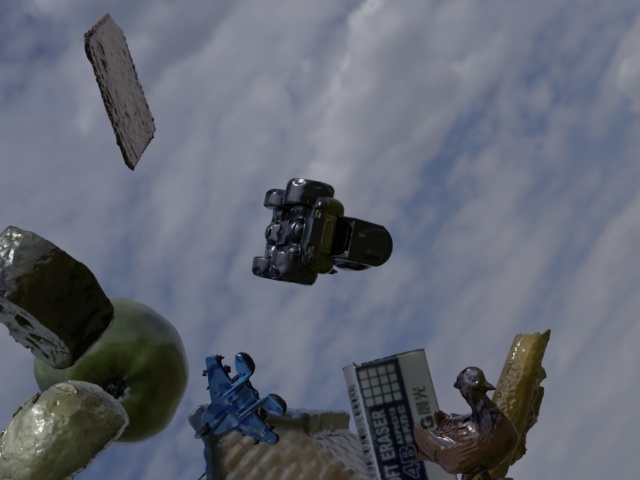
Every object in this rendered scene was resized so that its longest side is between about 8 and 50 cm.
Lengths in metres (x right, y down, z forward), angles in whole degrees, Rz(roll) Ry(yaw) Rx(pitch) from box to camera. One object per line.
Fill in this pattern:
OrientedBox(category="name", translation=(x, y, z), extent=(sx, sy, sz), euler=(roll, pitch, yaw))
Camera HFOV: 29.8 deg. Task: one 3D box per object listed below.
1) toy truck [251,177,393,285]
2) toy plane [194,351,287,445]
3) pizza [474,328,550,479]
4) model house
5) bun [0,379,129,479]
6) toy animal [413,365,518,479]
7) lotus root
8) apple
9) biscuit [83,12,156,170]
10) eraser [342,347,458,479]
OrientedBox(category="toy truck", translation=(0.000, 0.000, 1.794), extent=(0.224, 0.165, 0.147), euler=(172, 110, -72))
OrientedBox(category="toy plane", translation=(-0.141, 0.265, 1.880), extent=(0.078, 0.169, 0.246), euler=(-36, -6, -32))
OrientedBox(category="pizza", translation=(0.317, 0.266, 1.918), extent=(0.288, 0.075, 0.279), euler=(7, -78, -73))
OrientedBox(category="model house", translation=(-0.099, 0.490, 2.202), extent=(0.445, 0.400, 0.395), euler=(-50, -13, 7))
OrientedBox(category="bun", translation=(-0.440, 0.328, 1.960), extent=(0.259, 0.152, 0.259), euler=(-41, -2, -2))
OrientedBox(category="toy animal", translation=(0.183, 0.257, 1.606), extent=(0.188, 0.179, 0.089), euler=(-12, 7, 45))
OrientedBox(category="lotus root", translation=(-0.417, 0.095, 1.850), extent=(0.235, 0.138, 0.119), euler=(55, -128, -33))
OrientedBox(category="apple", translation=(-0.463, 0.291, 2.689), extent=(0.357, 0.357, 0.357), euler=(-40, -26, -25))
OrientedBox(category="biscuit", translation=(-0.326, -0.251, 1.972), extent=(0.237, 0.013, 0.232), euler=(-84, -21, -67))
OrientedBox(category="eraser", translation=(0.131, 0.319, 1.862), extent=(0.130, 0.287, 0.086), euler=(-10, -12, -13))
